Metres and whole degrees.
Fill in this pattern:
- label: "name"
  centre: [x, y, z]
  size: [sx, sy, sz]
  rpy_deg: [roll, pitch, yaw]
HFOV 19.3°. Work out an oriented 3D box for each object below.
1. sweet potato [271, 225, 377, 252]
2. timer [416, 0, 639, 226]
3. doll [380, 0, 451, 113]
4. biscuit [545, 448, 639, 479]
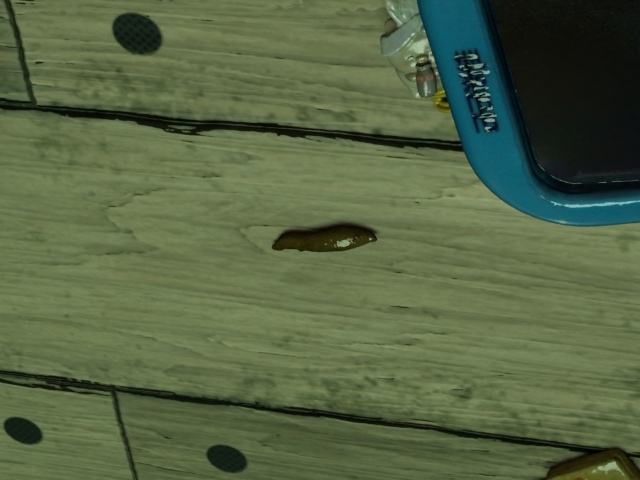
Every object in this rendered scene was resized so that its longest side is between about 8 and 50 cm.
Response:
- label: "sweet potato"
  centre: [0.000, 0.000, 1.826]
  size: [0.115, 0.026, 0.026]
  rpy_deg: [-3, 132, 25]
- label: "timer"
  centre: [0.248, -0.164, 1.501]
  size: [0.309, 0.115, 0.340]
  rpy_deg: [-6, 131, 19]
- label: "doll"
  centre: [0.089, -0.158, 1.593]
  size: [0.073, 0.084, 0.127]
  rpy_deg: [-13, 136, 27]
- label: "biscuit"
  centre: [0.289, 0.308, 2.012]
  size: [0.212, 0.041, 0.238]
  rpy_deg: [16, 137, 7]
